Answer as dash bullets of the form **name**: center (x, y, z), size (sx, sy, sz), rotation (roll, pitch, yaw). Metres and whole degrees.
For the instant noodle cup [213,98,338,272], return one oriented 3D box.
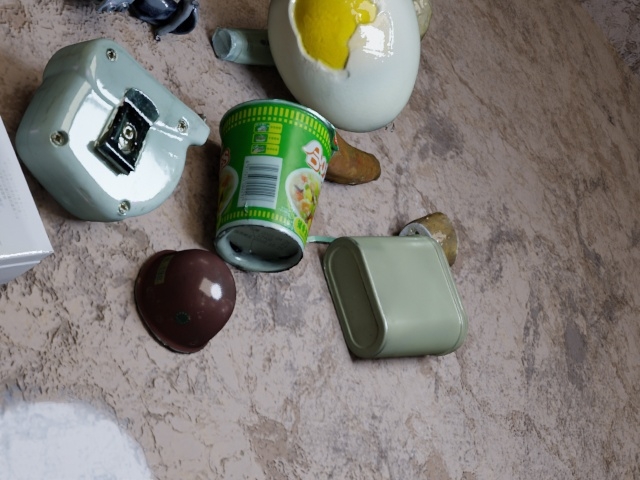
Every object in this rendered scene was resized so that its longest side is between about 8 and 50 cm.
- **instant noodle cup**: center (-0.083, -0.082, 1.670), size (0.207, 0.207, 0.232), rotation (34, 49, -34)

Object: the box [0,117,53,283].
- **box**: center (-0.473, -0.075, 1.217), size (0.203, 0.116, 0.274), rotation (-12, 76, -55)

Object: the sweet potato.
- **sweet potato**: center (0.042, -0.152, 1.969), size (0.292, 0.097, 0.097), rotation (26, 47, -51)

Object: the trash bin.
- **trash bin**: center (0.139, 0.104, 1.885), size (0.247, 0.121, 0.243), rotation (0, 66, -48)

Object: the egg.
- **egg**: center (0.049, -0.363, 1.898), size (0.283, 0.283, 0.345), rotation (-57, 137, -52)

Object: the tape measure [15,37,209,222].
- **tape measure**: center (-0.290, -0.149, 1.446), size (0.243, 0.125, 0.246), rotation (41, 56, -40)

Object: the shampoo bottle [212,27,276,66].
- **shampoo bottle**: center (-0.119, -0.369, 1.943), size (0.212, 0.049, 0.072), rotation (-11, 90, -54)

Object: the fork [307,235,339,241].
- **fork**: center (-0.002, 0.001, 1.859), size (0.235, 0.021, 0.039), rotation (8, 64, -51)

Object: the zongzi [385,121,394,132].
- **zongzi**: center (0.140, -0.335, 2.116), size (0.205, 0.204, 0.094), rotation (37, 42, -32)

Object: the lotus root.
- **lotus root**: center (0.217, 0.007, 2.053), size (0.081, 0.112, 0.122), rotation (-9, 74, -47)

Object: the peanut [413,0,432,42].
- **peanut**: center (0.163, -0.479, 2.318), size (0.149, 0.149, 0.313), rotation (51, 38, -14)

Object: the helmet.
- **helmet**: center (-0.179, 0.070, 1.508), size (0.155, 0.106, 0.175), rotation (47, 32, -20)

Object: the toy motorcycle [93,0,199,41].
- **toy motorcycle**: center (-0.294, -0.412, 1.704), size (0.159, 0.106, 0.270), rotation (56, 30, 3)
